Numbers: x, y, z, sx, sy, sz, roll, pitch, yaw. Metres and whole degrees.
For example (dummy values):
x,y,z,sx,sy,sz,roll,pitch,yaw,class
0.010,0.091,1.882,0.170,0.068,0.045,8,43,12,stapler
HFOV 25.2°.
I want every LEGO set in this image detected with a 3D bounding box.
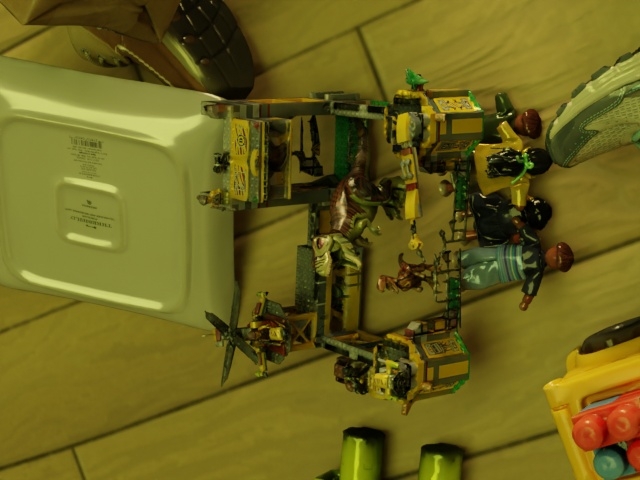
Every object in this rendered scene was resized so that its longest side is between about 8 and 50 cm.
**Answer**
x,y,z,sx,sy,sz,roll,pitch,yaw,class
0.000,0.000,1.273,0.255,0.192,0.331,26,115,47,LEGO set

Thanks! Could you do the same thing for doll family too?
x,y,z,sx,sy,sz,roll,pitch,yaw,class
0.169,-0.035,1.290,0.111,0.076,0.193,-8,98,23,doll family

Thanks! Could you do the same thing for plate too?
x,y,z,sx,sy,sz,roll,pitch,yaw,class
-0.220,-0.035,1.412,0.277,0.045,0.278,12,125,13,plate

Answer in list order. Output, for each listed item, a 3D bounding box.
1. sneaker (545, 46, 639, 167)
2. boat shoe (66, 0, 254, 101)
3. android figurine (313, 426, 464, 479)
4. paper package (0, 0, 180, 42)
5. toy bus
x,y,z,sx,sy,sz,roll,pitch,yaw,class
0.319,-0.113,1.151,0.283,0.110,0.122,-26,80,16,sneaker
-0.192,-0.231,1.427,0.324,0.122,0.120,50,120,21,boat shoe
0.070,0.324,1.392,0.248,0.056,0.273,6,99,26,android figurine
-0.228,-0.383,1.257,0.325,0.168,0.310,43,117,30,paper package
0.295,0.134,1.168,0.220,0.211,0.150,-21,85,26,toy bus
